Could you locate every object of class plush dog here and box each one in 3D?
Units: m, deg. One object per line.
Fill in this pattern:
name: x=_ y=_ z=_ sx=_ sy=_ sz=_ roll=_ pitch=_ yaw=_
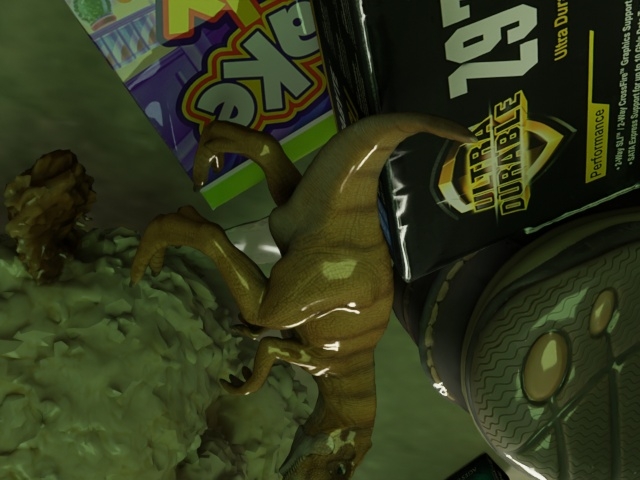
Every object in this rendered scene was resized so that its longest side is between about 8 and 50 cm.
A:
plush dog: x=-0.107 y=0.111 z=0.536 sx=0.262 sy=0.225 sz=0.211 roll=6 pitch=151 yaw=-14

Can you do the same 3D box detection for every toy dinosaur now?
toy dinosaur: x=0.000 y=0.000 z=0.472 sx=0.112 sy=0.064 sz=0.211 roll=27 pitch=144 yaw=18

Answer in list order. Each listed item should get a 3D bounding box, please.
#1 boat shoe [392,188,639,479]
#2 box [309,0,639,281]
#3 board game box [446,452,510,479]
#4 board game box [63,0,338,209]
boat shoe: x=0.186 y=0.014 z=0.625 sx=0.355 sy=0.130 sz=0.132 roll=2 pitch=111 yaw=-34
box: x=0.112 y=-0.143 z=0.404 sx=0.257 sy=0.079 sz=0.322 roll=-21 pitch=146 yaw=-4
board game box: x=0.026 y=0.197 z=0.694 sx=0.186 sy=0.126 sz=0.026 roll=-38 pitch=118 yaw=11
board game box: x=0.044 y=-0.199 z=0.509 sx=0.347 sy=0.078 sz=0.233 roll=-31 pitch=119 yaw=8
